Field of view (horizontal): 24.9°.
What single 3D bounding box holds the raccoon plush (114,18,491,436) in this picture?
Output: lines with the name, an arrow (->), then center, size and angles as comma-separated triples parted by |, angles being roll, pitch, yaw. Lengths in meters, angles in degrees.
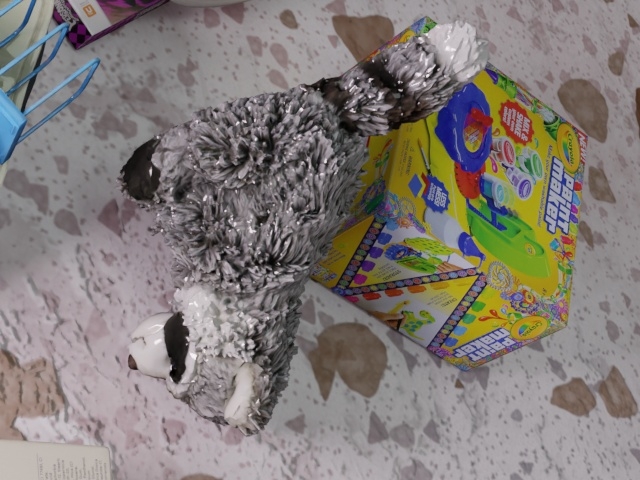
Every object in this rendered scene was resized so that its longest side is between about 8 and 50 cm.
raccoon plush -> 0.000, 0.000, 1.417 | 0.299, 0.446, 0.216 | 66, 17, 9

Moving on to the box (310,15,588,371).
box -> 0.148, -0.051, 1.708 | 0.279, 0.177, 0.290 | 32, 51, -25

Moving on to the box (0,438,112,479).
box -> -0.314, 0.230, 1.222 | 0.275, 0.094, 0.113 | 11, 61, -36

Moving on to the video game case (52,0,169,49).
video game case -> -0.249, -0.346, 1.618 | 0.210, 0.042, 0.232 | 56, 45, -4

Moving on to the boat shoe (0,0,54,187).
boat shoe -> -0.347, -0.102, 1.352 | 0.127, 0.113, 0.340 | 19, 75, -11

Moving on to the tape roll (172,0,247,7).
tape roll -> -0.083, -0.382, 1.580 | 0.246, 0.246, 0.169 | -13, 78, -44

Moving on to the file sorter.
file sorter -> -0.290, -0.175, 1.261 | 0.104, 0.118, 0.170 | -43, 94, -23
